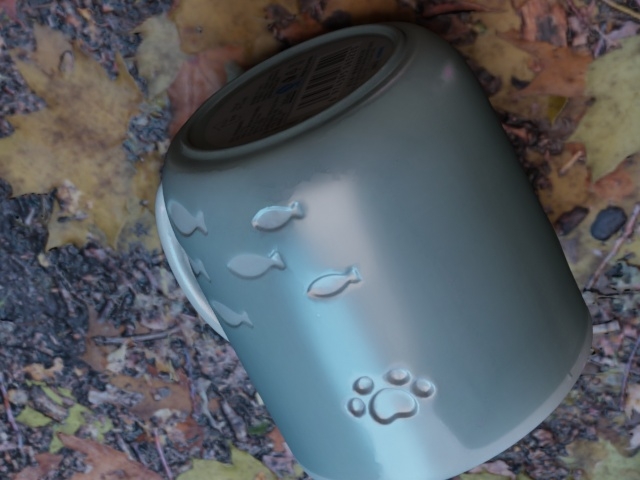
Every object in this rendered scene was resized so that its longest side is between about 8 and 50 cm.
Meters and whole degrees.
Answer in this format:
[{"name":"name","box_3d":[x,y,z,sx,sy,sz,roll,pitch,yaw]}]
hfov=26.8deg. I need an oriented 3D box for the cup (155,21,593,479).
[{"name":"cup","box_3d":[0.000,0.000,1.036,0.356,0.259,0.274,-1,124,43]}]
